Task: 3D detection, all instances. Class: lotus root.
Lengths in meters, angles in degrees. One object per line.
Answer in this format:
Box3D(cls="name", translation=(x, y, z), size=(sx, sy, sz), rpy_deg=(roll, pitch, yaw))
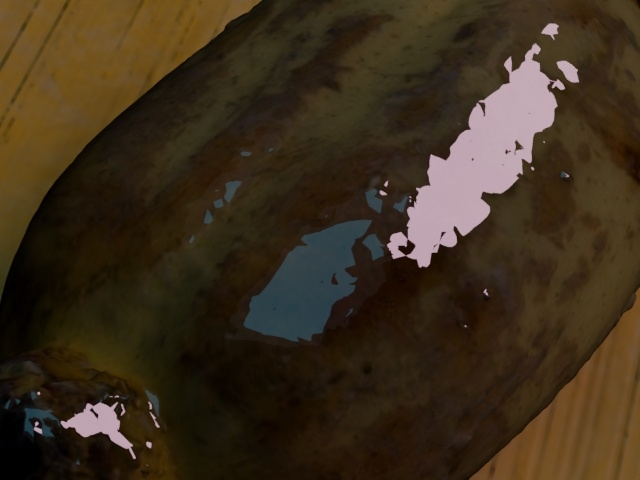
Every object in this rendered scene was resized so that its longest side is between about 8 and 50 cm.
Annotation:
Box3D(cls="lotus root", translation=(0.000, 0.000, 0.502), size=(0.173, 0.173, 0.309), rpy_deg=(36, 59, 19))
